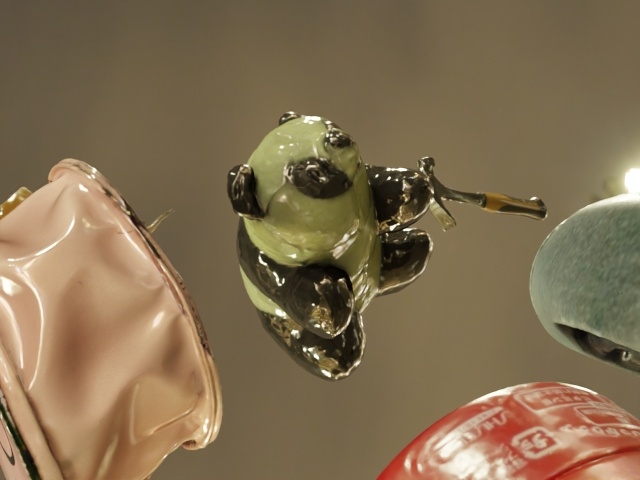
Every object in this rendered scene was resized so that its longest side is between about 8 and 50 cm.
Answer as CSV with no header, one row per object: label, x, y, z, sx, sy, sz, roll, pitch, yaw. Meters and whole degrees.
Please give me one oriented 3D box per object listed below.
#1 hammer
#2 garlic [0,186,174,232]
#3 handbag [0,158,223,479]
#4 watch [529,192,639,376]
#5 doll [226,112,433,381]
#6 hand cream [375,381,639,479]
hammer,0.184,-0.040,1.347,0.201,0.021,0.078,8,-118,-41
garlic,-0.242,0.015,1.158,0.090,0.198,0.128,44,-122,-48
handbag,-0.153,0.065,0.716,0.116,0.205,0.179,-26,-18,-25
watch,0.177,0.045,0.419,0.206,0.193,0.068,24,-89,-20
doll,-0.001,0.002,0.913,0.143,0.135,0.234,-55,-15,-20
hand cream,0.123,0.196,0.628,0.230,0.149,0.230,-16,-56,-24
